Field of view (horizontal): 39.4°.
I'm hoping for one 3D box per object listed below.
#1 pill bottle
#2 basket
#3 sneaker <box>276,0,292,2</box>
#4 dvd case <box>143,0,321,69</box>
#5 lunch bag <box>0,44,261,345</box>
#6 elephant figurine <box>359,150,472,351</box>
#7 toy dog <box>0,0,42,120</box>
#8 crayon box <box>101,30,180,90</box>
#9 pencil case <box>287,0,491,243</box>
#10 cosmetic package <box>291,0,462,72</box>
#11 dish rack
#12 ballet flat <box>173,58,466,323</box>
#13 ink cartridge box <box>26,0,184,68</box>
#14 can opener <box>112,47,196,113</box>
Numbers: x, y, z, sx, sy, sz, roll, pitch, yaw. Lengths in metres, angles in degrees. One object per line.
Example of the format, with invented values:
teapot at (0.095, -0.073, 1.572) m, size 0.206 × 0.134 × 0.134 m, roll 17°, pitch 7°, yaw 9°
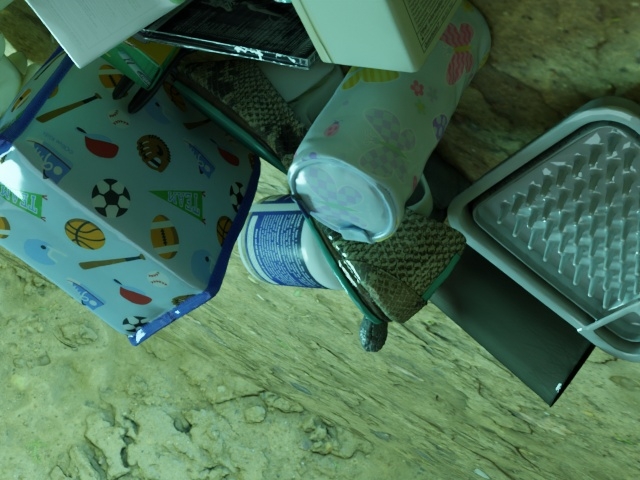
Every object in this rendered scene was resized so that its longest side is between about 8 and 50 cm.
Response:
pill bottle at (0.000, 0.000, 1.405) m, size 0.153 × 0.153 × 0.265 m, roll 44°, pitch 155°, yaw -30°
basket at (0.272, 0.086, 1.228) m, size 0.227 × 0.204 × 0.154 m, roll 34°, pitch 144°, yaw 21°
sneaker at (-0.034, -0.292, 0.863) m, size 0.076 × 0.065 × 0.166 m, roll 82°, pitch 171°, yaw -47°
dvd case at (-0.058, -0.245, 0.945) m, size 0.221 × 0.164 × 0.018 m, roll 17°, pitch 141°, yaw 31°
lunch bag at (-0.264, -0.109, 1.221) m, size 0.239 × 0.385 × 0.328 m, roll -29°, pitch 121°, yaw 38°
elephant figurine at (0.091, -0.001, 1.169) m, size 0.186 × 0.239 × 0.169 m, roll 38°, pitch 157°, yaw -15°
toy dog at (-0.572, -0.197, 1.434) m, size 0.285 × 0.395 × 0.408 m, roll 12°, pitch 144°, yaw 21°
crayon box at (-0.259, -0.327, 1.027) m, size 0.278 × 0.165 × 0.081 m, roll 37°, pitch 157°, yaw -13°
pencil case at (0.076, -0.127, 0.883) m, size 0.113 × 0.273 × 0.124 m, roll -3°, pitch 138°, yaw 43°
cosmetic package at (0.023, -0.303, 0.726) m, size 0.113 × 0.160 × 0.309 m, roll 14°, pitch 151°, yaw 35°
dish rack at (0.340, -0.010, 0.994) m, size 0.333 × 0.072 × 0.285 m, roll 36°, pitch 143°, yaw -12°
ballet flat at (0.005, -0.109, 1.085) m, size 0.483 × 0.182 × 0.164 m, roll 49°, pitch -175°, yaw 33°
ink cartridge box at (-0.193, -0.278, 0.911) m, size 0.209 × 0.062 × 0.109 m, roll -27°, pitch 115°, yaw 18°
can opener at (-0.195, -0.235, 1.117) m, size 0.059 × 0.186 × 0.073 m, roll 44°, pitch 157°, yaw -11°
